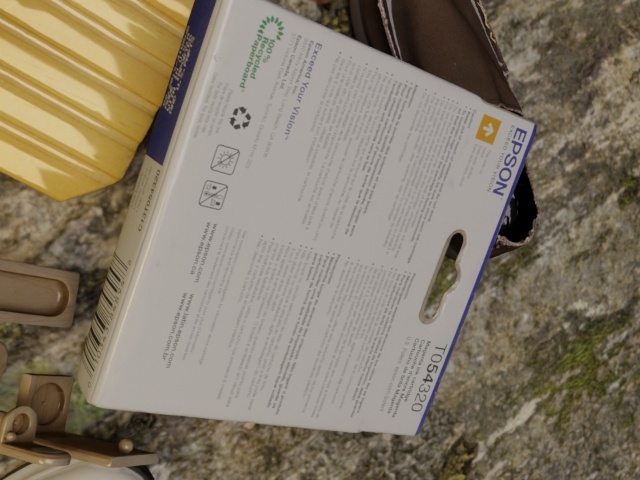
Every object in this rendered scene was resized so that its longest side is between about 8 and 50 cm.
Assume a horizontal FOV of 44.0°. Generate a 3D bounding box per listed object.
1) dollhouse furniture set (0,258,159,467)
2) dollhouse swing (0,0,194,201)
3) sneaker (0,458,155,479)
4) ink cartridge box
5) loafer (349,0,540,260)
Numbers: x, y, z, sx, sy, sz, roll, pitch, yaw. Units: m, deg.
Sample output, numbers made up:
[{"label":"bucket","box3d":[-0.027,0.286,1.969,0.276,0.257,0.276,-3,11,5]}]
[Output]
[{"label":"dollhouse furniture set","box3d":[-0.213,0.098,0.641,0.144,0.123,0.151,19,77,-59]},{"label":"dollhouse swing","box3d":[-0.232,-0.214,0.552,0.304,0.315,0.347,28,84,-11]},{"label":"sneaker","box3d":[-0.283,0.366,0.595,0.447,0.257,0.169,-42,109,-13]},{"label":"ink cartridge box","box3d":[0.000,0.000,0.674,0.330,0.071,0.324,15,99,-35]},{"label":"loafer","box3d":[0.145,-0.148,0.786,0.133,0.130,0.366,-28,106,-18]}]
